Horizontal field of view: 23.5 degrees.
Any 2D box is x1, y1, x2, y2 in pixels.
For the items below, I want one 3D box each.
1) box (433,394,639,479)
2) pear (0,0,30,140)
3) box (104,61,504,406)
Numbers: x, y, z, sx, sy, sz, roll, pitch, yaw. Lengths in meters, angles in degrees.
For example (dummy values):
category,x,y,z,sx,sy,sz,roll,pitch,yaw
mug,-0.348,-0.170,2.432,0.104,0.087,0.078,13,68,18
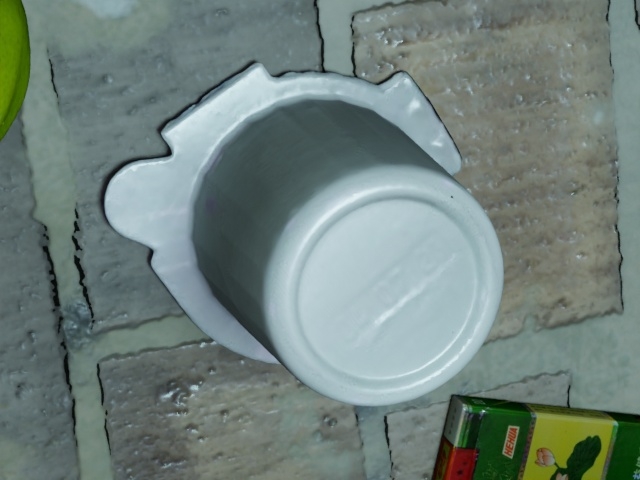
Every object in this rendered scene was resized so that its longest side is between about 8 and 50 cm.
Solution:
category,x,y,z,sx,sy,sz,roll,pitch,yaw
box,0.215,0.213,1.375,0.235,0.034,0.132,7,104,-18
pear,-0.292,-0.107,1.054,0.187,0.187,0.219,19,93,-20
box,0.000,0.000,1.159,0.291,0.206,0.262,11,102,-21
